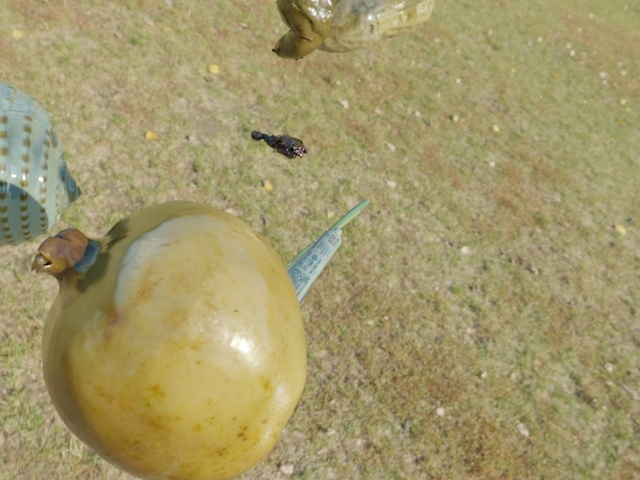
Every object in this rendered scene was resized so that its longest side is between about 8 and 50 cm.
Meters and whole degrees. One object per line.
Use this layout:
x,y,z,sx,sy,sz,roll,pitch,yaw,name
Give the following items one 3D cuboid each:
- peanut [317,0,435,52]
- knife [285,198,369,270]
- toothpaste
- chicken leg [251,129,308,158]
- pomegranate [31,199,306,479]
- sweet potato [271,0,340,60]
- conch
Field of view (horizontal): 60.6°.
0.074,-0.334,0.815,0.214,0.099,0.099,-19,55,-18,peanut
-0.001,-0.002,1.275,0.019,0.293,0.043,52,10,11,knife
-0.020,0.050,1.137,0.069,0.047,0.268,43,44,-3,toothpaste
-0.047,-0.116,0.659,0.036,0.021,0.083,-22,41,-39,chicken leg
-0.145,0.108,0.583,0.308,0.307,0.307,16,40,-14,pomegranate
0.048,-0.317,0.552,0.098,0.310,0.124,36,23,-37,sweet potato
-0.552,-0.153,0.893,0.319,0.215,0.302,32,42,-43,conch
